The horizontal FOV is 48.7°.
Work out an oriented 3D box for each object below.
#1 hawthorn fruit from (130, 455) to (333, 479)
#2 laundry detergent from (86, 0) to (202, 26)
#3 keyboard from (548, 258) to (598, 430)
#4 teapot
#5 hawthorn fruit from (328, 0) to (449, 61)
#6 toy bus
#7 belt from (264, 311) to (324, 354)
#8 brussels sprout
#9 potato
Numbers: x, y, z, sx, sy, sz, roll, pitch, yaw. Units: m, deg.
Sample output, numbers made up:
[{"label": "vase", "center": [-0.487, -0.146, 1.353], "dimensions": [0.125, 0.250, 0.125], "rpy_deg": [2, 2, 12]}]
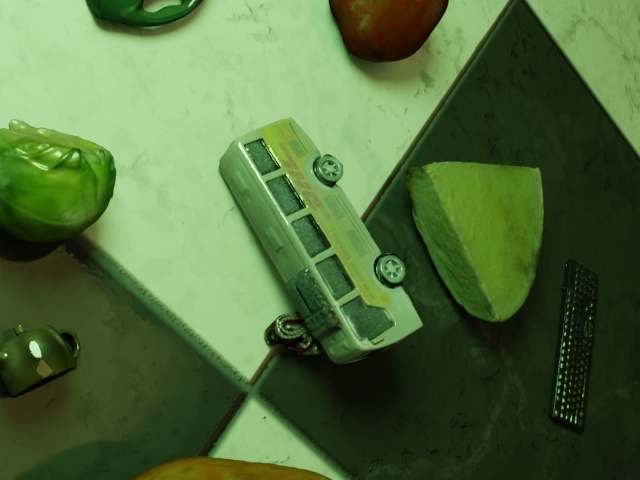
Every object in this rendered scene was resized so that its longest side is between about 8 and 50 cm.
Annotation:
[{"label": "hawthorn fruit", "center": [-0.073, 0.429, 0.645], "dimensions": [0.471, 0.471, 0.472], "rpy_deg": [8, 75, -33]}, {"label": "laundry detergent", "center": [-0.213, -0.357, 0.949], "dimensions": [0.210, 0.063, 0.137], "rpy_deg": [-17, 92, -38]}, {"label": "keyboard", "center": [0.476, 0.191, 1.326], "dimensions": [0.100, 0.018, 0.310], "rpy_deg": [27, 66, -28]}, {"label": "teapot", "center": [-0.309, 0.122, 0.771], "dimensions": [0.068, 0.076, 0.121], "rpy_deg": [63, 27, 4]}, {"label": "hawthorn fruit", "center": [0.120, -0.379, 1.097], "dimensions": [0.185, 0.202, 0.185], "rpy_deg": [16, 64, -36]}, {"label": "toy bus", "center": [0.000, 0.000, 0.953], "dimensions": [0.138, 0.097, 0.343], "rpy_deg": [-25, 82, -35]}, {"label": "belt", "center": [0.026, 0.102, 1.015], "dimensions": [0.232, 0.053, 0.071], "rpy_deg": [-24, 94, -36]}, {"label": "brussels sprout", "center": [-0.307, -0.060, 0.780], "dimensions": [0.149, 0.151, 0.122], "rpy_deg": [1, 110, -59]}, {"label": "potato", "center": [0.246, 0.008, 1.155], "dimensions": [0.269, 0.112, 0.255], "rpy_deg": [-2, 84, -32]}]
